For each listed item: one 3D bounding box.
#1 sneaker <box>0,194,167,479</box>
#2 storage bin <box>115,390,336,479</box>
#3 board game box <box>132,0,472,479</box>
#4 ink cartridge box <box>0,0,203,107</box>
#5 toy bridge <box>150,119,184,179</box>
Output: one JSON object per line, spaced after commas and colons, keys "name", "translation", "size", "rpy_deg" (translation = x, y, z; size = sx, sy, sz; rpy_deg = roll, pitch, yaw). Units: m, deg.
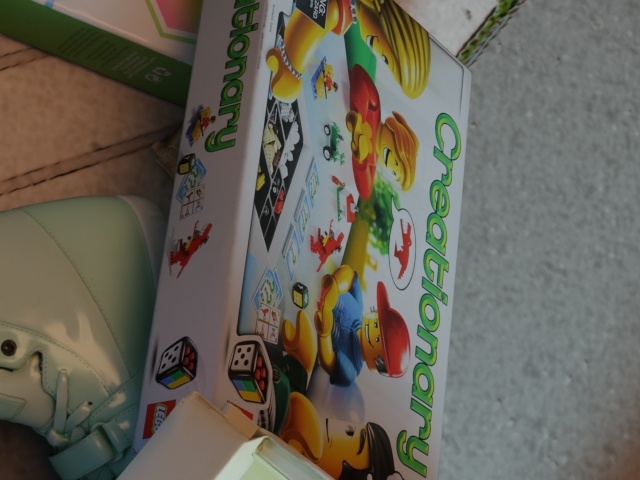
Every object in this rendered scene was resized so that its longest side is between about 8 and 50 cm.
{"name": "sneaker", "translation": [-0.135, 0.103, 0.977], "size": [0.151, 0.094, 0.256], "rpy_deg": [-4, 72, -34]}
{"name": "storage bin", "translation": [-0.038, 0.240, 0.882], "size": [0.262, 0.123, 0.260], "rpy_deg": [-51, 135, -6]}
{"name": "board game box", "translation": [0.000, 0.000, 1.023], "size": [0.193, 0.053, 0.305], "rpy_deg": [35, 53, -45]}
{"name": "ink cartridge box", "translation": [-0.082, -0.141, 1.080], "size": [0.209, 0.062, 0.109], "rpy_deg": [21, 68, -23]}
{"name": "toy bridge", "translation": [-0.026, 0.008, 1.097], "size": [0.188, 0.026, 0.063], "rpy_deg": [42, 64, -15]}
